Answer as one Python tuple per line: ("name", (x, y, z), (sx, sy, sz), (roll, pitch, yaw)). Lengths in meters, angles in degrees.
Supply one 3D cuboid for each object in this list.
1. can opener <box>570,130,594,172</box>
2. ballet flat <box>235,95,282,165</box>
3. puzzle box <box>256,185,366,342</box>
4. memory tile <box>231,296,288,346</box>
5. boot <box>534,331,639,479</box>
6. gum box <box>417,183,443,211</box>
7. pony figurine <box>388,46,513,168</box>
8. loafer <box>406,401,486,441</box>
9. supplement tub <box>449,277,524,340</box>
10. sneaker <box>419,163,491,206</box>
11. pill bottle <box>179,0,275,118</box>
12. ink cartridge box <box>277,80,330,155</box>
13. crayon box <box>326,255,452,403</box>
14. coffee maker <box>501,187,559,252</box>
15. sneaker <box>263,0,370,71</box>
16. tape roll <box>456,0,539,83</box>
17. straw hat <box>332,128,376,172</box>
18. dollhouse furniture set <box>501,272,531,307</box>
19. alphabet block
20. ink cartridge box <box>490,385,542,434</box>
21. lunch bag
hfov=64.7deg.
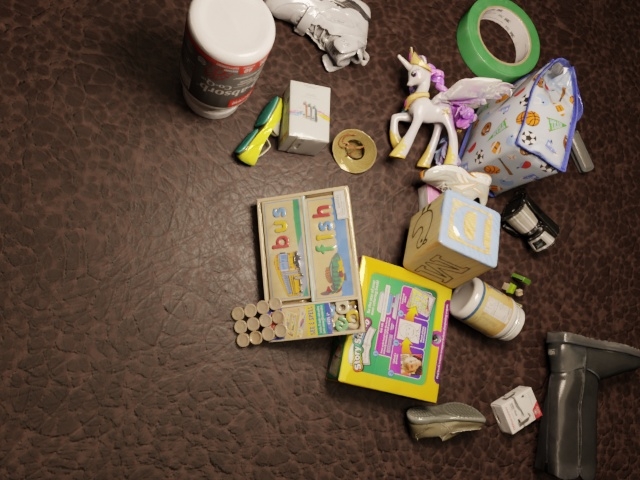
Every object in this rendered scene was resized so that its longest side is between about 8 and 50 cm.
("can opener", (0.942, -0.381, 1.924), (0.093, 0.074, 0.281), (-29, 88, 12))
("ballet flat", (-0.167, -0.319, 1.504), (0.077, 0.077, 0.231), (41, 70, -31))
("puzzle box", (-0.030, 0.065, 1.408), (0.271, 0.052, 0.410), (-8, 81, 10))
("memory tile", (-0.166, 0.223, 1.380), (0.147, 0.012, 0.113), (-16, 80, 8))
("boot", (0.890, 0.555, 1.659), (0.366, 0.146, 0.446), (13, 72, -10))
("gum box", (0.385, -0.085, 1.654), (0.107, 0.062, 0.189), (3, 78, -19))
("pony figurine", (0.391, -0.417, 1.637), (0.350, 0.303, 0.364), (10, 90, -8))
("loafer", (0.372, 0.546, 1.515), (0.250, 0.094, 0.088), (3, 102, -10))
("supplement tub", (0.525, 0.219, 1.598), (0.199, 0.144, 0.144), (30, 71, -12))
("sneaker", (0.432, -0.163, 1.603), (0.262, 0.099, 0.121), (8, 80, -20))
("pill bottle", (-0.261, -0.476, 1.336), (0.210, 0.363, 0.211), (4, 77, -19))
("ink cartridge box", (-0.051, -0.361, 1.517), (0.127, 0.128, 0.176), (6, 78, -19))
("crayon box", (0.210, 0.264, 1.496), (0.312, 0.106, 0.363), (17, 73, -15))
("coffee maker", (0.733, -0.072, 1.747), (0.178, 0.120, 0.171), (43, 68, -8))
("sneaker", (-0.001, -0.666, 1.591), (0.365, 0.137, 0.211), (1, 76, -23))
("tape roll", (0.663, -0.743, 1.884), (0.320, 0.077, 0.322), (4, 78, -20))
("straw hat", (0.110, -0.290, 1.594), (0.144, 0.144, 0.061), (36, 27, -10))
("dollhouse furniture set", (0.647, 0.188, 1.715), (0.076, 0.058, 0.152), (27, 90, -21))
("alphabet block", (0.381, 0.001, 1.476), (0.193, 0.197, 0.193), (25, 59, -12))
("ink cartridge box", (0.626, 0.541, 1.615), (0.135, 0.056, 0.099), (-22, 88, -23))
("lunch bag", (0.658, -0.375, 1.670), (0.238, 0.327, 0.386), (26, 70, -18))
